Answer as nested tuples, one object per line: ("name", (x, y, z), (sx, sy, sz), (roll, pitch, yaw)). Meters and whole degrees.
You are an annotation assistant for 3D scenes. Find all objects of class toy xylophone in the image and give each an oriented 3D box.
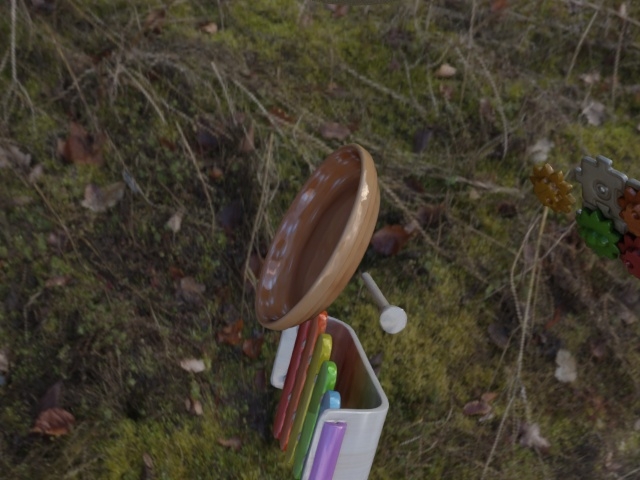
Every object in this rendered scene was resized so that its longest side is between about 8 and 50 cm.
("toy xylophone", (0.011, 0.156, 0.899), (0.081, 0.322, 0.236), (12, 94, -11))

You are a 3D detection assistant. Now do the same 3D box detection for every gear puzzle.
("gear puzzle", (0.407, -0.025, 1.086), (0.044, 0.175, 0.339), (-31, 41, -16))

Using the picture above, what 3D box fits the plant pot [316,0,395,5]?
("plant pot", (0.021, -0.260, 0.466), (0.284, 0.284, 0.191), (7, 37, 0))

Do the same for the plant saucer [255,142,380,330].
("plant saucer", (0.000, 0.000, 0.769), (0.037, 0.200, 0.200), (28, 63, -19))
